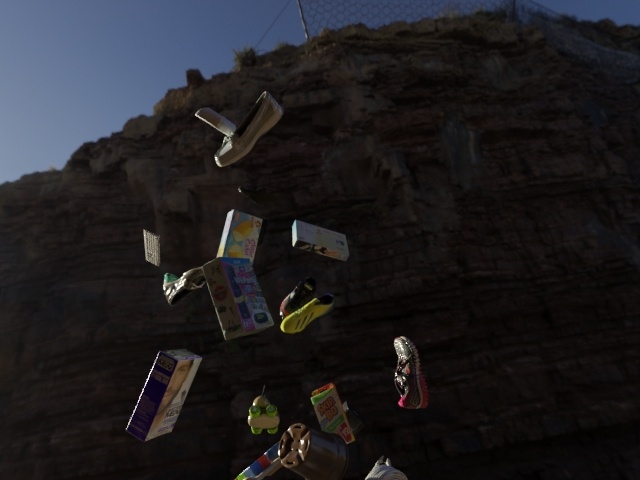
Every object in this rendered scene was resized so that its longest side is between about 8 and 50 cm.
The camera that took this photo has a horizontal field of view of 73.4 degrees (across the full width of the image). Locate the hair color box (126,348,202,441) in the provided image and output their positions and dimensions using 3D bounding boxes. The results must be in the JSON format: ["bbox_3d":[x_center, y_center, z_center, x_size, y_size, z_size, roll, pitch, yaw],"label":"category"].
[{"bbox_3d":[-0.640,0.630,1.778,0.110,0.339,0.185,19,-5,19],"label":"hair color box"}]

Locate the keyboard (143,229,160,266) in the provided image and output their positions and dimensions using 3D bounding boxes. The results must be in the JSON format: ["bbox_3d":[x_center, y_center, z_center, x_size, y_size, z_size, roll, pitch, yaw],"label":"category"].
[{"bbox_3d":[-0.769,0.038,1.960,0.072,0.014,0.256,22,-38,-4],"label":"keyboard"}]

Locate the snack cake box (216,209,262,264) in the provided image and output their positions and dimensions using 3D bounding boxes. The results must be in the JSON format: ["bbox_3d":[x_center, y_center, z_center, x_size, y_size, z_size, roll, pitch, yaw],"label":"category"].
[{"bbox_3d":[-0.376,0.009,1.984,0.152,0.265,0.089,18,-17,-27],"label":"snack cake box"}]

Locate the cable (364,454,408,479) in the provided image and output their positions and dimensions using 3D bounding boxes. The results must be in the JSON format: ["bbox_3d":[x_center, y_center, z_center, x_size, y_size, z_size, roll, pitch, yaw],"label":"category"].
[{"bbox_3d":[0.259,1.038,1.704,0.089,0.257,0.257,-15,12,48],"label":"cable"}]

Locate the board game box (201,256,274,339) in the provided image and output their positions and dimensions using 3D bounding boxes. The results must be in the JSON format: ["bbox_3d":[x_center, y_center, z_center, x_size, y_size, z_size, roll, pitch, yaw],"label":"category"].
[{"bbox_3d":[-0.326,0.223,1.709,0.097,0.304,0.224,-28,-13,18],"label":"board game box"}]

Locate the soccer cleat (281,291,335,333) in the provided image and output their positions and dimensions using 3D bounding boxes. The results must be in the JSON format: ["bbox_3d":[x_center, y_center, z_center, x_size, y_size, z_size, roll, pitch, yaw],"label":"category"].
[{"bbox_3d":[-0.053,0.304,1.851,0.289,0.093,0.121,-21,-46,-37],"label":"soccer cleat"}]

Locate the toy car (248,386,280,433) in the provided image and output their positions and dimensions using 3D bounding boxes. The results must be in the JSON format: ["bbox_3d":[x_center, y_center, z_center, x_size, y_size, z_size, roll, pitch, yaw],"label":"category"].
[{"bbox_3d":[-0.267,0.802,2.067,0.148,0.188,0.155,0,-58,-2],"label":"toy car"}]

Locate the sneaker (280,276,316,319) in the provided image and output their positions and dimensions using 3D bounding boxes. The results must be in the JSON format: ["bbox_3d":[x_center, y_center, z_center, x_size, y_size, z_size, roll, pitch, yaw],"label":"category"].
[{"bbox_3d":[-0.098,0.265,2.033,0.135,0.097,0.276,-54,-3,41],"label":"sneaker"}]

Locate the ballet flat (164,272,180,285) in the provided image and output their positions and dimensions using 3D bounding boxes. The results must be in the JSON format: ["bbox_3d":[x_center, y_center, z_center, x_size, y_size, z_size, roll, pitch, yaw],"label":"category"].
[{"bbox_3d":[-0.808,0.232,2.331,0.083,0.087,0.247,23,-13,-8],"label":"ballet flat"}]

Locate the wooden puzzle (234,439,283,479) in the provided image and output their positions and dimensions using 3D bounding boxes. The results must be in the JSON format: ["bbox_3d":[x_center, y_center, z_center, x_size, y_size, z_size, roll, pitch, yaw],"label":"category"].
[{"bbox_3d":[-0.254,0.925,1.716,0.322,0.081,0.347,-49,-24,25],"label":"wooden puzzle"}]

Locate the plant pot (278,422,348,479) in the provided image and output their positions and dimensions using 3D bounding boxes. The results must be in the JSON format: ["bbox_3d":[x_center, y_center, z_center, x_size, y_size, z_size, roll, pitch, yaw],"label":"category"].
[{"bbox_3d":[-0.028,0.646,1.303,0.166,0.167,0.165,-24,-50,28],"label":"plant pot"}]

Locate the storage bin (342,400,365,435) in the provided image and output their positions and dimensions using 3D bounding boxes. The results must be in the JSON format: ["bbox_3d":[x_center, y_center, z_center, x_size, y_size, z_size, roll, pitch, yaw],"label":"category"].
[{"bbox_3d":[0.152,0.911,2.197,0.084,0.122,0.180,-46,-6,-5],"label":"storage bin"}]

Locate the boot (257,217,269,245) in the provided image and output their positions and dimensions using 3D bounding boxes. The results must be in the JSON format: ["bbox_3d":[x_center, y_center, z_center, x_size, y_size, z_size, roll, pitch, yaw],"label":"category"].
[{"bbox_3d":[-0.297,-0.045,2.159,0.045,0.121,0.099,22,-39,1],"label":"boot"}]

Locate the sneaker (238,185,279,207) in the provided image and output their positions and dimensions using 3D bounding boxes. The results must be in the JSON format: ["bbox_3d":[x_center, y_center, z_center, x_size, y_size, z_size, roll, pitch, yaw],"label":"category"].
[{"bbox_3d":[-0.276,-0.213,1.931,0.170,0.051,0.089,38,-87,-15],"label":"sneaker"}]

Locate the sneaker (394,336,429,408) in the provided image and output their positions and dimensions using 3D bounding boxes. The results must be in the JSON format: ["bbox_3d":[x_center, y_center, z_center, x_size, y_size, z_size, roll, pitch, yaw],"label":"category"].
[{"bbox_3d":[0.350,0.530,1.748,0.111,0.299,0.121,-2,-43,-8],"label":"sneaker"}]

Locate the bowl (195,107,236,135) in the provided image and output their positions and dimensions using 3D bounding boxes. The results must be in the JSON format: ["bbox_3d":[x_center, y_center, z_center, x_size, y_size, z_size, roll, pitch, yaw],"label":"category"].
[{"bbox_3d":[-0.393,-0.456,1.655,0.053,0.142,0.142,-57,-25,4],"label":"bowl"}]

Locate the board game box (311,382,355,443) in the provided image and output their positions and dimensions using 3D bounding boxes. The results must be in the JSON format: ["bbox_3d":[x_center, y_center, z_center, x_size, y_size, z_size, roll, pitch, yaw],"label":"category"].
[{"bbox_3d":[0.049,0.782,1.913,0.124,0.260,0.039,-30,-29,14],"label":"board game box"}]

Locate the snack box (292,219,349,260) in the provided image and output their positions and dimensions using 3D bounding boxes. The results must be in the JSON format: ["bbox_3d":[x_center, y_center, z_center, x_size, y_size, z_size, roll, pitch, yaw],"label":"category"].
[{"bbox_3d":[0.000,0.000,2.431,0.321,0.187,0.060,16,-55,-17],"label":"snack box"}]

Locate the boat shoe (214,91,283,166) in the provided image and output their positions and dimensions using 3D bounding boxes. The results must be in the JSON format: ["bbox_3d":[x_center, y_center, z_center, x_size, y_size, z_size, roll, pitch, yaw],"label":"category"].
[{"bbox_3d":[-0.279,-0.406,1.586,0.320,0.118,0.103,-42,-54,2],"label":"boat shoe"}]

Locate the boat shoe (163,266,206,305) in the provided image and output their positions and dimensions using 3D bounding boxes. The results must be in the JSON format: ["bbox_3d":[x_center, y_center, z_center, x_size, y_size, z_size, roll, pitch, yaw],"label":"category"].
[{"bbox_3d":[-0.563,0.196,1.846,0.335,0.096,0.112,-25,-15,39],"label":"boat shoe"}]
